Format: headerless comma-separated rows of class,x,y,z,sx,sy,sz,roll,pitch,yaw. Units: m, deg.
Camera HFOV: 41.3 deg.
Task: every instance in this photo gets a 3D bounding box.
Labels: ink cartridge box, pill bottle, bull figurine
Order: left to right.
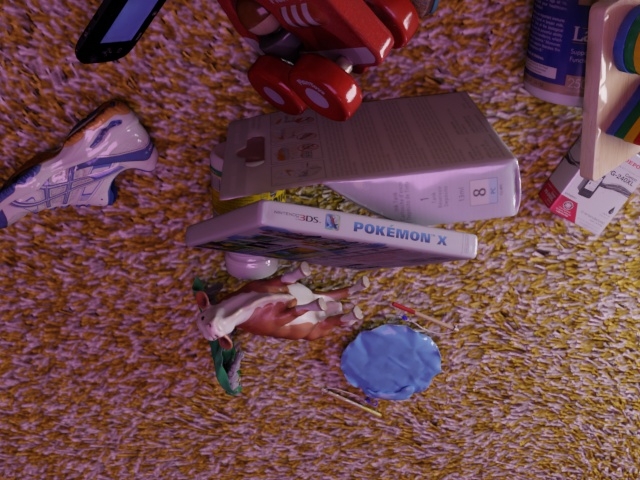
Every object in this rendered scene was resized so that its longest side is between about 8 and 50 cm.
pill bottle,-0.112,-0.048,1.347,0.118,0.117,0.208,-1,118,-3
bull figurine,-0.055,0.108,1.366,0.188,0.310,0.101,-21,75,30
ink cartridge box,0.058,-0.110,1.218,0.385,0.308,0.091,-8,117,0
pill bottle,0.381,-0.337,1.209,0.153,0.153,0.264,-1,118,-4
ink cartridge box,0.450,-0.101,1.390,0.109,0.063,0.150,25,114,-16

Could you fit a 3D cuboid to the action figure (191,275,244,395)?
action figure,-0.168,0.185,1.481,0.063,0.137,0.232,-14,128,-11

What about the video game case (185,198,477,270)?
video game case,0.000,0.000,1.170,0.300,0.329,0.036,9,82,-23

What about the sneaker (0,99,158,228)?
sneaker,-0.386,-0.085,1.311,0.296,0.112,0.131,-32,116,13

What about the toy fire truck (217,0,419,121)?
toy fire truck,-0.038,-0.305,1.120,0.254,0.302,0.169,44,77,-30

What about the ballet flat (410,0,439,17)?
ballet flat,0.143,-0.483,1.137,0.123,0.123,0.348,11,111,-10

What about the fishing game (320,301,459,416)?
fishing game,0.131,0.219,1.554,0.189,0.041,0.264,22,122,-15

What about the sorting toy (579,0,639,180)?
sorting toy,0.481,-0.233,1.180,0.255,0.089,0.257,-30,130,-28

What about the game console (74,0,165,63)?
game console,-0.208,-0.369,1.152,0.361,0.213,0.044,-43,72,34
